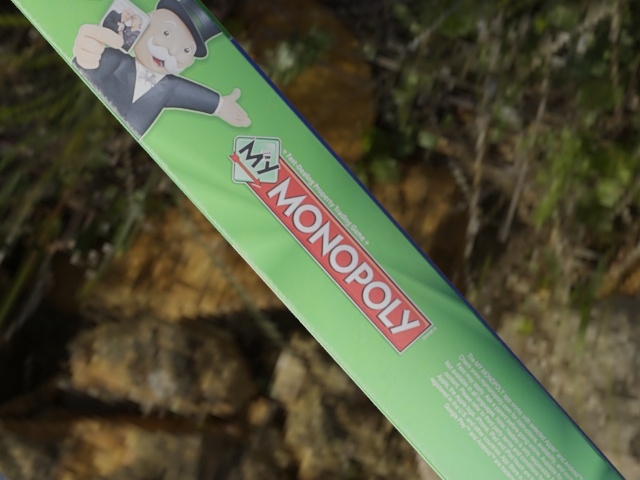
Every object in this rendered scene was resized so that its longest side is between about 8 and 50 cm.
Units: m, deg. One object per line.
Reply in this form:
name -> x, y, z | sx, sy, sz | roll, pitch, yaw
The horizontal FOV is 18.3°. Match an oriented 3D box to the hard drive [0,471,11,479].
hard drive -> -0.259, 0.211, 1.335 | 0.319, 0.040, 0.210 | 35, 135, 19

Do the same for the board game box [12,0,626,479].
board game box -> 0.000, 0.000, 0.708 | 0.046, 0.213, 0.317 | -42, 97, -1
